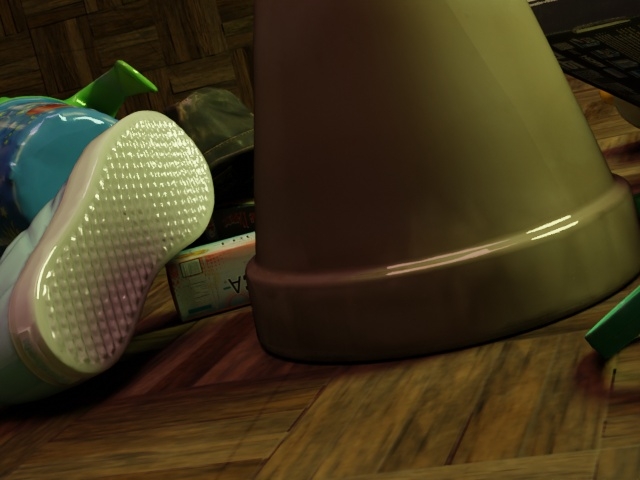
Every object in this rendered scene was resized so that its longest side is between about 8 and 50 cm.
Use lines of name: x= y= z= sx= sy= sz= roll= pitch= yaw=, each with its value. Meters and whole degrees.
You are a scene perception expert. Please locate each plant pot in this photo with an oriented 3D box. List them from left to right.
plant pot: x=0.074 y=-0.088 z=0.957 sx=0.323 sy=0.280 sz=0.323 roll=-13 pitch=12 yaw=3

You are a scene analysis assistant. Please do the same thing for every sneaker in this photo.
sneaker: x=-0.215 y=0.007 z=1.064 sx=0.150 sy=0.135 sz=0.366 roll=-25 pitch=20 yaw=28

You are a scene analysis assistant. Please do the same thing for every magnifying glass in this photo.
magnifying glass: x=0.224 y=-0.001 z=0.669 sx=0.092 sy=0.026 sz=0.231 roll=-33 pitch=-12 yaw=-38

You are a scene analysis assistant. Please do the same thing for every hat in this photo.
hat: x=-0.140 y=-0.120 z=1.539 sx=0.331 sy=0.134 sz=0.331 roll=-29 pitch=-3 yaw=-1

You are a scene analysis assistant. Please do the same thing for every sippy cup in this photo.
sippy cup: x=-0.310 y=-0.063 z=1.408 sx=0.240 sy=0.305 sz=0.224 roll=0 pitch=1 yaw=-27

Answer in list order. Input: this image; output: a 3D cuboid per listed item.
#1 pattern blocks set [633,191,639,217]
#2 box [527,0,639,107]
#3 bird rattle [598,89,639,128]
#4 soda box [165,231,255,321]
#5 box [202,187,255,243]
pattern blocks set: x=0.402 y=-0.045 z=0.984 sx=0.285 sy=0.026 sz=0.325 roll=-21 pitch=12 yaw=-35
box: x=0.403 y=-0.176 z=1.041 sx=0.395 sy=0.097 sz=0.318 roll=15 pitch=-10 yaw=-40
bird rattle: x=0.442 y=-0.202 z=1.388 sx=0.253 sy=0.143 sz=0.207 roll=13 pitch=-38 yaw=-36
soda box: x=-0.055 y=0.022 z=1.145 sx=0.183 sy=0.058 sz=0.063 roll=-15 pitch=10 yaw=-7
box: x=-0.016 y=-0.048 z=1.497 sx=0.233 sy=0.044 sz=0.159 roll=-6 pitch=13 yaw=38
